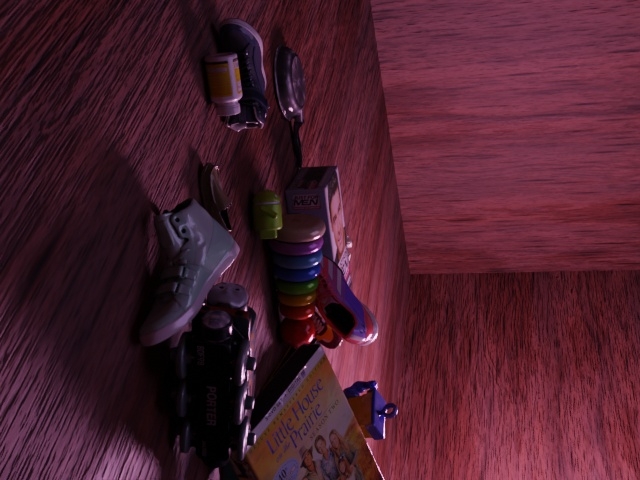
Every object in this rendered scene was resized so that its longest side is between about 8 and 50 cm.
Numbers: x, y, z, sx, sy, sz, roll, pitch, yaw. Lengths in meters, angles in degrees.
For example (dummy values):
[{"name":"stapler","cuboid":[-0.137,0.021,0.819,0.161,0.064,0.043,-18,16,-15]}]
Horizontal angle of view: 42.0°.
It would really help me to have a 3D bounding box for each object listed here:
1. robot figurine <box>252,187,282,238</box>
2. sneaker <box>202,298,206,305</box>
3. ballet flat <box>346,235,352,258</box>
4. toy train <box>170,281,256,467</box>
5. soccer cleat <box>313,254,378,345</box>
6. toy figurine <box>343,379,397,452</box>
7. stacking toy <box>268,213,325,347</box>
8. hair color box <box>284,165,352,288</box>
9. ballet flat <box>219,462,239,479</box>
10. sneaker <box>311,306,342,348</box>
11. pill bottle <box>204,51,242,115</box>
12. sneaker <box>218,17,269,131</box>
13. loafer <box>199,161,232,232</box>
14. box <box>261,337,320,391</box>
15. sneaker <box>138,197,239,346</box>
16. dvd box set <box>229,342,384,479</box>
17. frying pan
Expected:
[{"name":"robot figurine","cuboid":[-0.121,-0.062,1.888,0.101,0.067,0.115,-51,138,-85]},{"name":"sneaker","cuboid":[-0.225,0.053,1.477,0.170,0.051,0.089,-78,161,-59]},{"name":"ballet flat","cuboid":[0.058,0.034,2.615,0.077,0.079,0.221,67,25,-56]},{"name":"toy train","cuboid":[-0.172,0.232,1.433,0.190,0.142,0.333,-80,174,-56]},{"name":"soccer cleat","cuboid":[0.020,0.136,2.118,0.318,0.108,0.116,50,17,26]},{"name":"toy figurine","cuboid":[0.067,0.414,1.917,0.362,0.217,0.191,-83,156,-49]},{"name":"stacking toy","cuboid":[-0.057,0.107,2.043,0.141,0.141,0.330,-60,152,-66]},{"name":"hair color box","cuboid":[0.000,0.000,2.300,0.185,0.114,0.374,-65,149,-62]},{"name":"ballet flat","cuboid":[-0.168,0.410,1.636,0.067,0.073,0.206,152,-56,-62]},{"name":"sneaker","cuboid":[-0.018,0.208,2.150,0.084,0.069,0.185,21,21,-53]},{"name":"pill bottle","cuboid":[-0.188,-0.307,1.636,0.065,0.065,0.116,-60,146,-66]},{"name":"sneaker","cuboid":[-0.160,-0.328,1.712,0.226,0.086,0.163,72,18,-54]},{"name":"loafer","cuboid":[-0.197,-0.078,1.602,0.056,0.050,0.147,-51,138,-70]},{"name":"box","cuboid":[-0.042,0.419,2.073,0.322,0.079,0.257,-52,131,-70]},{"name":"sneaker","cuboid":[-0.247,0.043,1.344,0.151,0.094,0.256,53,46,-23]},{"name":"dvd box set","cuboid":[-0.015,0.467,1.704,0.307,0.062,0.420,-46,121,-44]},{"name":"frying pan","cuboid":[-0.073,-0.351,2.187,0.197,0.053,0.325,-29,114,-74]}]
